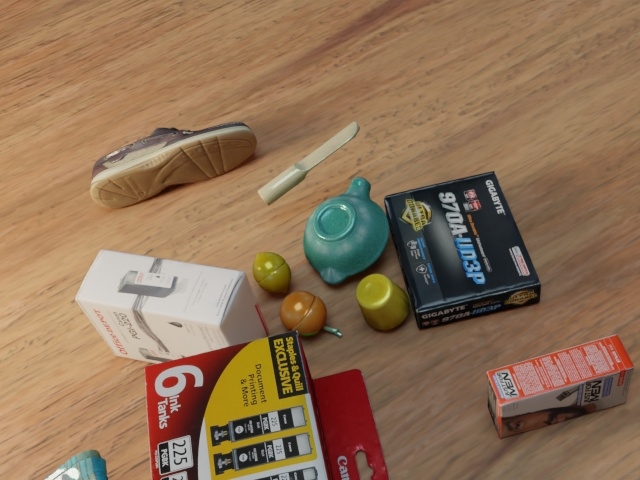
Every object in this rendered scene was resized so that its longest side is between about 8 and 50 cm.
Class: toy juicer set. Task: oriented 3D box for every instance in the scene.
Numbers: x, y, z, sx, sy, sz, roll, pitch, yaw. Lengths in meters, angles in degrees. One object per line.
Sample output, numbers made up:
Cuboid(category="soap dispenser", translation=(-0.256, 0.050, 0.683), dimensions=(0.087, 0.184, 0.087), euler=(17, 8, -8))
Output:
Cuboid(category="toy juicer set", translation=(0.000, 0.000, 1.263), dimensions=(0.209, 0.089, 0.329), euler=(-19, 58, 13))

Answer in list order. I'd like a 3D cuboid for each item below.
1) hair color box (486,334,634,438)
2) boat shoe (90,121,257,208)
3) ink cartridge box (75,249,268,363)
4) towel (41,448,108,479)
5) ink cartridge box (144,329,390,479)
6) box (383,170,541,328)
Cuboid(category="hair color box", translation=(0.292, 0.181, 1.048), dimensions=(0.167, 0.093, 0.053), euler=(-15, 51, 0))
Cuboid(category="boat shoe", translation=(-0.249, -0.143, 1.410), dimensions=(0.285, 0.103, 0.092), euler=(-22, 56, 2))
Cuboid(category="ink cartridge box", translation=(-0.200, 0.102, 1.167), dimensions=(0.217, 0.158, 0.092), euler=(9, 55, 19))
Cuboid(category="towel", translation=(-0.324, 0.442, 0.927), dimensions=(0.271, 0.040, 0.370), euler=(-34, 45, 11))
Cuboid(category="ink cartridge box", translation=(-0.056, 0.278, 1.020), dimensions=(0.271, 0.130, 0.309), euler=(-14, 51, -1))
Cuboid(category="box", translation=(0.199, 0.010, 1.228), dimensions=(0.175, 0.051, 0.220), euler=(-12, 50, 2))
